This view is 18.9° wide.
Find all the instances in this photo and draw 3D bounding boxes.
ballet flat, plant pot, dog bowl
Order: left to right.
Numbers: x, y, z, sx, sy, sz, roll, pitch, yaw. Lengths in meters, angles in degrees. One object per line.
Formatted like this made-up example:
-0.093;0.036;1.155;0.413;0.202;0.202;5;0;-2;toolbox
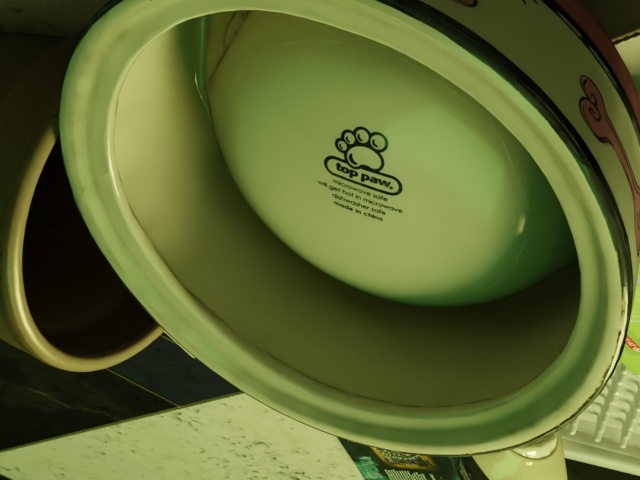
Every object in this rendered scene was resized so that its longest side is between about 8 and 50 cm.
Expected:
-0.223;-0.062;1.462;0.229;0.263;0.263;23;161;30;plant pot
0.036;-0.050;1.286;0.408;0.150;0.408;19;137;18;dog bowl
0.147;0.127;1.668;0.248;0.086;0.086;54;153;7;ballet flat

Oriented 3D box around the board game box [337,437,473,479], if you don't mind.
0.086;0.224;2.074;0.126;0.026;0.186;6;153;20;board game box

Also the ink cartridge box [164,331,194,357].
-0.081;0.051;1.744;0.143;0.090;0.092;1;151;29;ink cartridge box

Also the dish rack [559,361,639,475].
0.345;0.145;1.719;0.332;0.072;0.285;13;155;6;dish rack

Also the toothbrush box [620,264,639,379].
0.331;0.012;1.401;0.283;0.122;0.206;-7;145;40;toothbrush box
